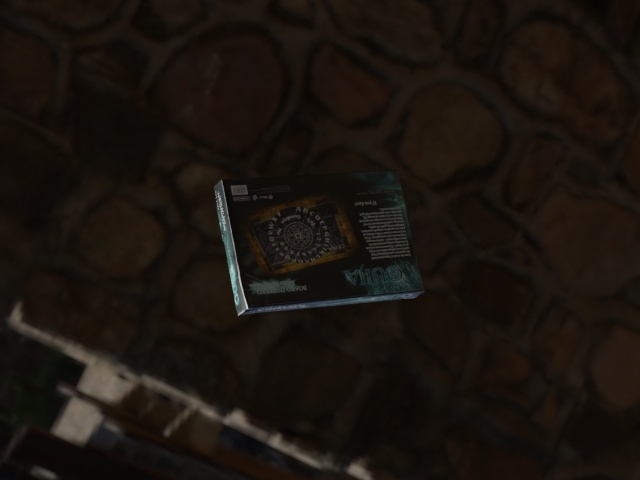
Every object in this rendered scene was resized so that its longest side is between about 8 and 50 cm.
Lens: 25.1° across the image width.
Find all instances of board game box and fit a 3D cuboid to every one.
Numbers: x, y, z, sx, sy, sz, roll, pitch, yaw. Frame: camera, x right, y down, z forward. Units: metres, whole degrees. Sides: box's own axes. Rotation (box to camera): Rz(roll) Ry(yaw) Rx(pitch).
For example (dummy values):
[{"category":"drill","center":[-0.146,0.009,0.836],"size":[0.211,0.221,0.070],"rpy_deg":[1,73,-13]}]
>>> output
[{"category":"board game box","center":[0.000,0.000,1.346],"size":[0.186,0.126,0.026],"rpy_deg":[-4,164,-25]}]
